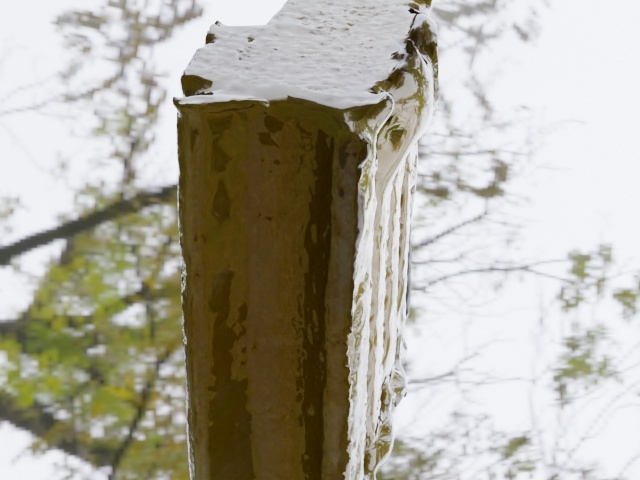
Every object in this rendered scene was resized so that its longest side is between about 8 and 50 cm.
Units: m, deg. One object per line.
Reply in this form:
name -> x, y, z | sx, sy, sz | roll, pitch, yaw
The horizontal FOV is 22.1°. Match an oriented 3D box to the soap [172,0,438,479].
soap -> 0.000, 0.000, 1.017 | 0.143, 0.259, 0.281 | 5, -63, 12
